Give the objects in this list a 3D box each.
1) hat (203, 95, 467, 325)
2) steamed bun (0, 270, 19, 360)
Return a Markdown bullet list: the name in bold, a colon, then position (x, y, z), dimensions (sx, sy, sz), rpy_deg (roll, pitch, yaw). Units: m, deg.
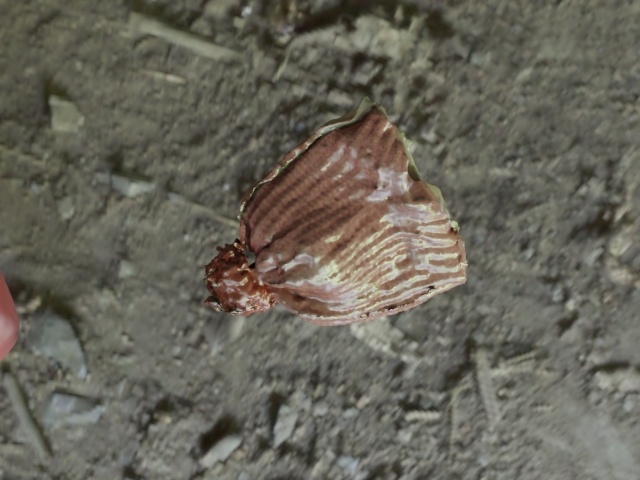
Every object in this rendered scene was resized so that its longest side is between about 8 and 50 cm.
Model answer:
- **hat**: position (0.000, 0.000, 1.438), dimensions (0.286, 0.107, 0.236), rpy_deg (-28, 102, 10)
- **steamed bun**: position (-0.436, 0.067, 1.289), dimensions (0.309, 0.309, 0.309), rpy_deg (6, 61, -12)
